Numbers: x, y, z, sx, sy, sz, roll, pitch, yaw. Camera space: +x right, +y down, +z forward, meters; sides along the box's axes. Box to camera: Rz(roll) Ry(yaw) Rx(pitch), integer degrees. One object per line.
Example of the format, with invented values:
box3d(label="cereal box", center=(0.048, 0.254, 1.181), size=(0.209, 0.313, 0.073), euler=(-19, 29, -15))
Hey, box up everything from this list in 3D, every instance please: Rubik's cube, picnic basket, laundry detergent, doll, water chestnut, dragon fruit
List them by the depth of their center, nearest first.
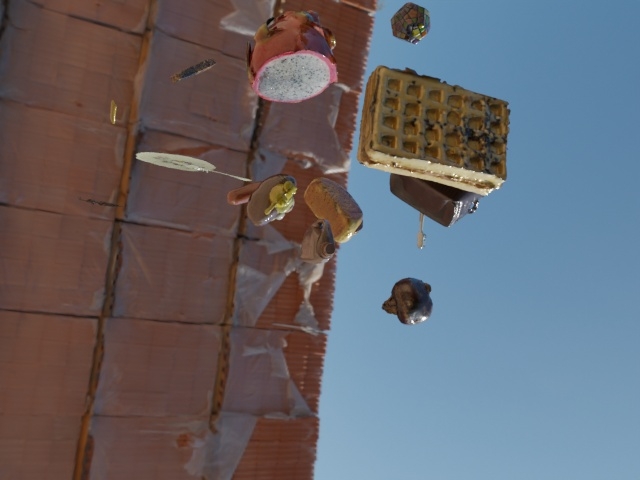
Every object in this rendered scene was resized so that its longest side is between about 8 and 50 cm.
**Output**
box3d(label="doll", center=(-0.110, -0.087, 1.155), size=(0.145, 0.096, 0.188), euler=(-49, -163, 8))
box3d(label="Rubik's cube", center=(0.242, -0.582, 1.334), size=(0.111, 0.111, 0.093), euler=(-114, -137, -59))
box3d(label="picnic basket", center=(0.338, -0.168, 1.525), size=(0.129, 0.297, 0.222), euler=(-44, 156, -21))
box3d(label="dragon fruit", center=(-0.095, -0.608, 1.600), size=(0.305, 0.306, 0.225), euler=(141, -58, -62))
box3d(label="laundry detergent", center=(0.000, 0.000, 1.837), size=(0.237, 0.076, 0.171), euler=(164, -62, -69))
box3d(label="water chestnut", center=(0.397, 0.282, 2.270), size=(0.223, 0.238, 0.223), euler=(-15, 90, -88))

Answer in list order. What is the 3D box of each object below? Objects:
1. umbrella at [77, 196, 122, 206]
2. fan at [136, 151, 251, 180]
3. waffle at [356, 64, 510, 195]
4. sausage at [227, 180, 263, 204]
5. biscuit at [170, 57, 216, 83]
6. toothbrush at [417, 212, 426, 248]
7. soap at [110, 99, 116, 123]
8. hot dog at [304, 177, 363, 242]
box3d(label="umbrella", center=(-0.619, -0.105, 1.396), size=(0.022, 0.122, 0.013), euler=(129, -29, -66))
box3d(label="fan", center=(-0.383, -0.228, 1.589), size=(0.233, 0.415, 0.012), euler=(4, -93, 44))
box3d(label="waffle", center=(0.290, -0.272, 1.257), size=(0.114, 0.377, 0.260), euler=(129, -28, -66))
box3d(label="sausage", center=(-0.311, -0.205, 2.147), size=(0.077, 0.194, 0.077), euler=(162, -90, -81))
box3d(label="biscuit", center=(-0.520, -0.694, 2.029), size=(0.064, 0.199, 0.034), euler=(-6, -63, 50))
box3d(label="toothbrush", center=(0.380, -0.162, 1.816), size=(0.040, 0.040, 0.385), euler=(179, -85, -71))
box3d(label="soap", center=(-0.688, -0.425, 1.648), size=(0.034, 0.012, 0.089), euler=(56, -39, 22))
box3d(label="hot dog", center=(0.096, -0.171, 2.751), size=(0.405, 0.223, 0.185), euler=(54, -52, 26))
